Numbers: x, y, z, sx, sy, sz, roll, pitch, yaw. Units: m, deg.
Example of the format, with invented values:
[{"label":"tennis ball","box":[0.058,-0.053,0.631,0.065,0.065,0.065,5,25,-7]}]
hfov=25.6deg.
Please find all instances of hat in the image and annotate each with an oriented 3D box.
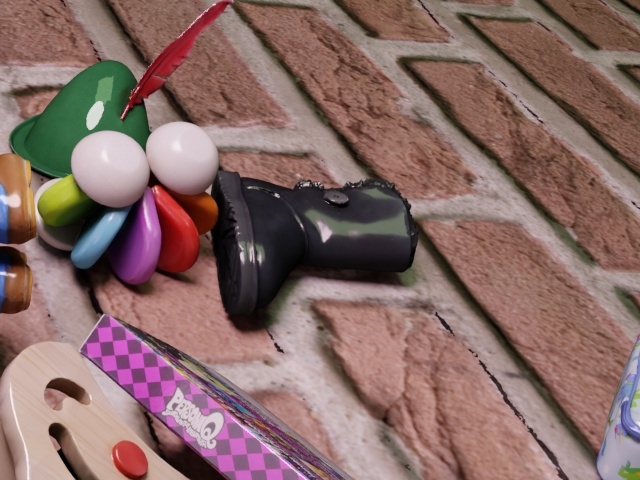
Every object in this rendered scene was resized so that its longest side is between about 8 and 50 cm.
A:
[{"label":"hat","box":[-0.234,-0.183,1.547,0.173,0.183,0.208,23,29,17]}]

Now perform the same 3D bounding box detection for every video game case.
[{"label":"video game case","box":[-0.044,0.156,1.049,0.232,0.042,0.210,34,-3,33]}]

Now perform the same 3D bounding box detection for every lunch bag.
[{"label":"lunch bag","box":[0.354,0.168,1.281,0.176,0.090,0.219,23,30,10]}]

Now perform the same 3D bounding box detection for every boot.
[{"label":"boot","box":[0.000,0.000,1.413,0.207,0.094,0.246,4,23,-11]}]

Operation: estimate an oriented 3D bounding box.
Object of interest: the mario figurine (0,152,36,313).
[{"label":"mario figurine","box":[-0.394,-0.020,1.117,0.320,0.198,0.170,2,-10,-19]}]

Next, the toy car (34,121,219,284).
[{"label":"toy car","box":[-0.179,-0.025,1.357,0.182,0.159,0.136,-11,74,-39]}]

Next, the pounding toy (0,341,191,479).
[{"label":"pounding toy","box":[-0.192,0.180,0.953,0.269,0.155,0.154,35,28,-27]}]
